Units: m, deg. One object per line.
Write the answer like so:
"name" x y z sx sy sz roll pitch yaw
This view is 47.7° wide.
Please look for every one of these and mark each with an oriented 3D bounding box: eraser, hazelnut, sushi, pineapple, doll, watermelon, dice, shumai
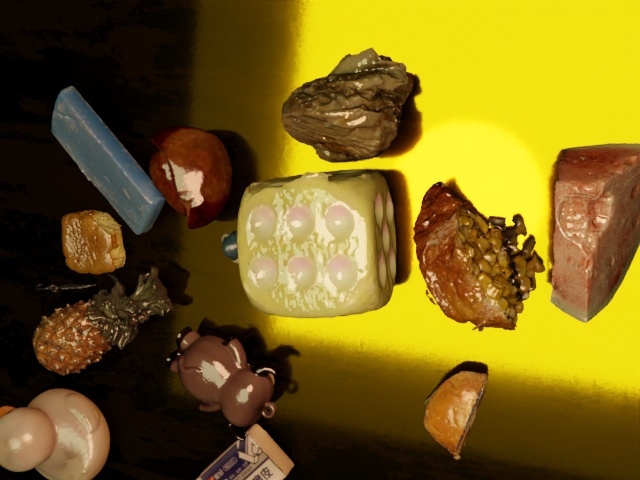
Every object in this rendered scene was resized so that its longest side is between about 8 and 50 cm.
"eraser" -0.448 -0.163 1.507 0.312 0.042 0.144 50 143 4
"hazelnut" -0.258 -0.124 1.430 0.160 0.170 0.202 -2 86 17
"sushi" 0.281 0.034 1.317 0.179 0.166 0.297 -30 81 39
"pineapple" -0.460 0.161 1.547 0.309 0.141 0.170 -29 64 9
"doll" -0.591 0.435 1.570 0.251 0.221 0.221 37 104 8
"watermelon" 0.446 -0.030 1.237 0.148 0.226 0.319 20 90 39
"eraser" -0.173 0.504 1.536 0.124 0.068 0.210 46 106 4
"dice" 0.000 0.000 1.334 0.251 0.249 0.255 -3 95 15
"doll" -0.160 0.010 1.485 0.083 0.050 0.076 -26 94 15
"doll" -0.197 0.287 1.491 0.257 0.117 0.182 27 103 12
"shumai" 0.056 -0.259 1.313 0.189 0.255 0.218 38 77 -24

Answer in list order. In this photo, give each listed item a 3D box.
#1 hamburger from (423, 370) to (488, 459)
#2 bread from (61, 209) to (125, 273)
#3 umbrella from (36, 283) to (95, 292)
"hamburger" 0.249 0.326 1.389 0.102 0.087 0.176 19 103 11
"bread" -0.489 0.004 1.563 0.127 0.069 0.140 -3 97 15
"umbrella" -0.573 0.106 1.624 0.148 0.022 0.022 -1 134 15
